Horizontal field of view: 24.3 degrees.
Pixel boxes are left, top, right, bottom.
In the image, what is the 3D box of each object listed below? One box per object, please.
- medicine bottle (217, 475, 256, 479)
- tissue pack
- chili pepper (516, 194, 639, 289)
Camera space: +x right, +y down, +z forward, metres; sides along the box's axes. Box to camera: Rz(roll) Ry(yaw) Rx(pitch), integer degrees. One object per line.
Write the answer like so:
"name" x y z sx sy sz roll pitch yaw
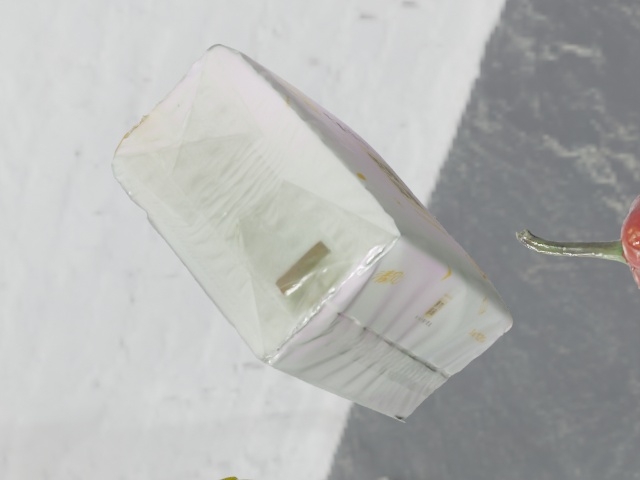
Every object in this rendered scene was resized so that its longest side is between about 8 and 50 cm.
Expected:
"medicine bottle" -0.003 0.266 0.749 0.111 0.076 0.309 -39 64 13
"tissue pack" 0.000 0.000 0.952 0.124 0.225 0.185 -43 63 8
"chili pepper" 0.382 0.004 1.537 0.338 0.131 0.134 -18 88 46
